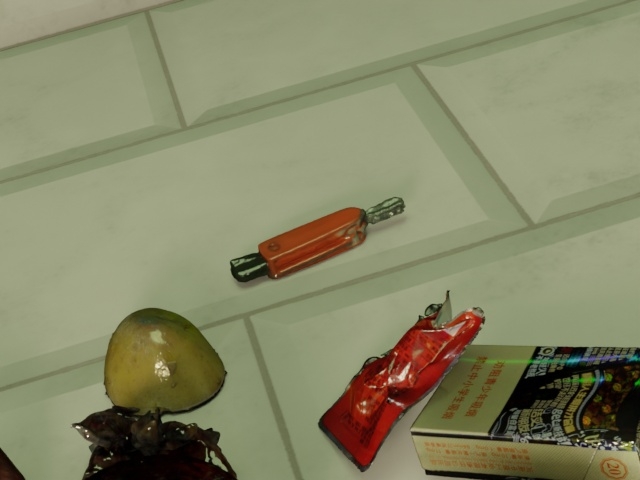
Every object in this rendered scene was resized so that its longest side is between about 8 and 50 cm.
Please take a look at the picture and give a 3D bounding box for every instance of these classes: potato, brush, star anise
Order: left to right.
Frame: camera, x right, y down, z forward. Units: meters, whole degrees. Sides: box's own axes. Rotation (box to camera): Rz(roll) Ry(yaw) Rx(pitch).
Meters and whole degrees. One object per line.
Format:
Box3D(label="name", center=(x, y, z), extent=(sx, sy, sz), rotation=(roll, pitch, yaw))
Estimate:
Box3D(label="star anise", center=(-0.227, 0.281, 1.590), extent=(0.212, 0.129, 0.283), rotation=(-3, -9, -12))
Box3D(label="potato", center=(-0.250, 0.169, 1.835), extent=(0.182, 0.117, 0.202), rotation=(-25, 36, -22))
Box3D(label="brush", center=(0.000, 0.001, 2.047), extent=(0.323, 0.051, 0.070), rotation=(-23, 29, -8))

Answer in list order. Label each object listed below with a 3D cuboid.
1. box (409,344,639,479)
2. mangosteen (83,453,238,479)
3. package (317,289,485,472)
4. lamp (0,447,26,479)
Box3D(label="box", center=(0.295, 0.222, 1.552), extent=(0.310, 0.084, 0.198), rotation=(-2, 30, 34))
Box3D(label="mangosteen", center=(-0.185, 0.375, 1.359), extent=(0.300, 0.300, 0.300), rotation=(-9, 35, 6))
Box3D(label="package", center=(0.110, 0.181, 1.647), extent=(0.269, 0.071, 0.194), rotation=(-43, 13, -4))
Box3D(label="lamp", center=(-0.489, 0.339, 1.615), extent=(0.180, 0.180, 0.258), rotation=(-31, 38, -24))
